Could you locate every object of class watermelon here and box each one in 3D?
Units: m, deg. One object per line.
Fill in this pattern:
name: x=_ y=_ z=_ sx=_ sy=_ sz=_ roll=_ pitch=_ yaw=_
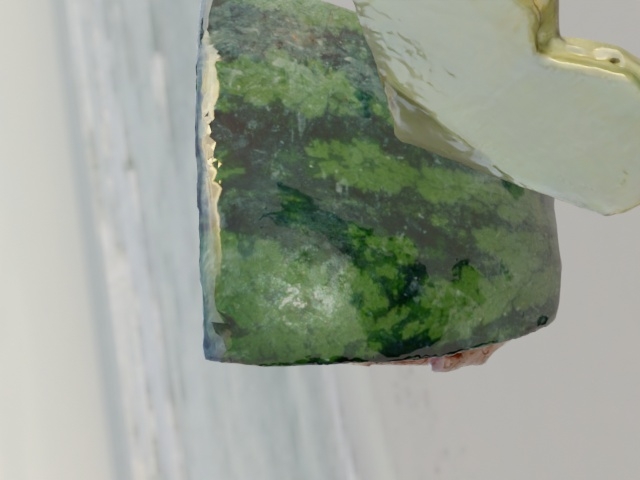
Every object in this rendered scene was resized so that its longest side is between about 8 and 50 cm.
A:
watermelon: x=0.015 y=-0.036 z=1.294 sx=0.292 sy=0.283 sz=0.250 roll=16 pitch=95 yaw=66

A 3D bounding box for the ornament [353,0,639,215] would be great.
ornament: x=0.096 y=-0.085 z=1.021 sx=0.180 sy=0.201 sz=0.059 roll=-31 pitch=22 yaw=54
